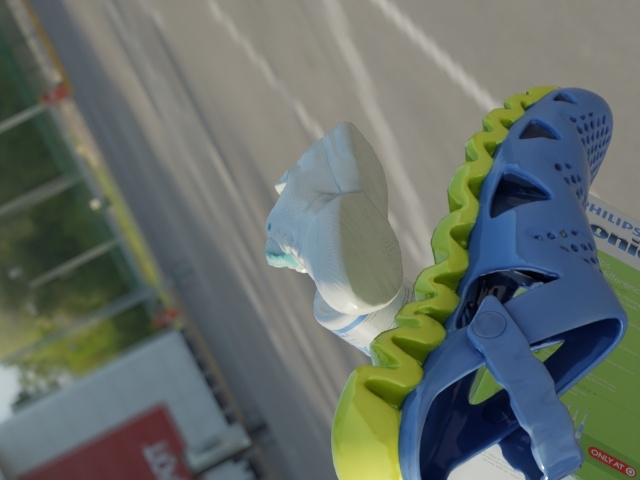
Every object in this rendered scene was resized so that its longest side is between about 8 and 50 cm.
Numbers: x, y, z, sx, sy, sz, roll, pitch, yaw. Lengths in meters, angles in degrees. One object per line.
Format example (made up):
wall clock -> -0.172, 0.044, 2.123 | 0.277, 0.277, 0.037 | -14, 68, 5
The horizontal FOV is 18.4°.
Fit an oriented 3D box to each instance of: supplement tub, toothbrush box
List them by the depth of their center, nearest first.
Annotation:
toothbrush box -> 0.217, 0.122, 1.469 | 0.206, 0.283, 0.122 | 28, 134, 1
supplement tub -> 0.054, 0.061, 1.592 | 0.107, 0.071, 0.071 | 35, -171, -28

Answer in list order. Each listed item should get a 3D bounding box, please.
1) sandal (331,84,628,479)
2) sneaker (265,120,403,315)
sandal -> 0.128, 0.039, 1.220 | 0.138, 0.317, 0.126 | 11, 149, 24
sneaker -> 0.000, 0.000, 1.399 | 0.080, 0.094, 0.212 | 54, -163, -24
